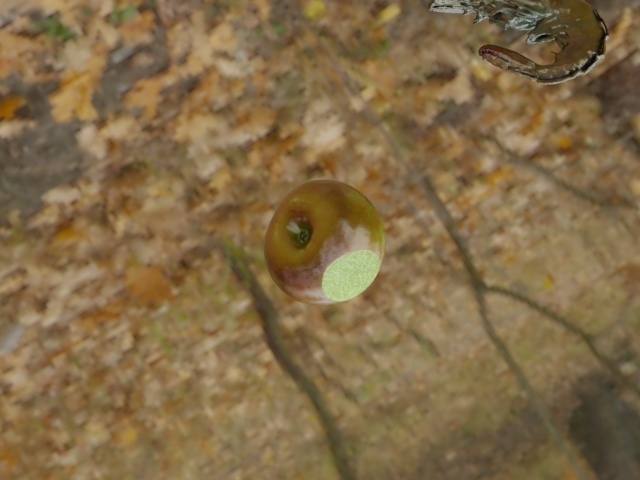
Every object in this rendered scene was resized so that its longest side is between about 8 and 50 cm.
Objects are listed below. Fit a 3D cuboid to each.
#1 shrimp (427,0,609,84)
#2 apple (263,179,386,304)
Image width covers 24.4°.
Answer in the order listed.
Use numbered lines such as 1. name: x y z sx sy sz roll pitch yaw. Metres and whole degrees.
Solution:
1. shrimp: 0.275 -0.288 2.044 0.253 0.173 0.058 4 153 -5
2. apple: 0.000 0.000 1.334 0.114 0.099 0.102 -41 145 8
